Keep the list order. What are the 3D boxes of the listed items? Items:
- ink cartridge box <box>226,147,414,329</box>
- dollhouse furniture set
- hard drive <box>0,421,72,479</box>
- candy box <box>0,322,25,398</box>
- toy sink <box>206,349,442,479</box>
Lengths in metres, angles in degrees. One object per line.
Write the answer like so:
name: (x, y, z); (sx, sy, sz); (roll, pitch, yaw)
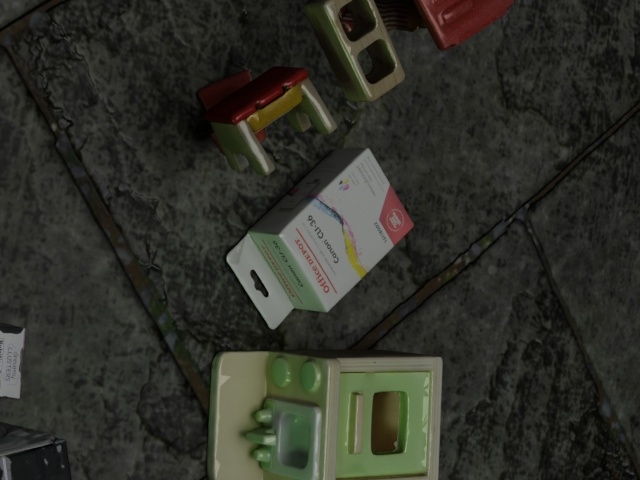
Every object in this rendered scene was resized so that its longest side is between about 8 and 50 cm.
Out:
ink cartridge box: (0.000, 0.000, 2.018); (0.198, 0.067, 0.115); (-45, 116, -26)
dollhouse furniture set: (0.001, -0.233, 1.939); (0.374, 0.201, 0.152); (-35, 112, -23)
hard drive: (-0.424, 0.225, 1.611); (0.339, 0.237, 0.064); (-12, 98, -35)
candy box: (-0.397, 0.103, 1.669); (0.196, 0.165, 0.070); (4, 91, -37)
toy sink: (0.009, 0.199, 1.993); (0.234, 0.131, 0.152); (3, 89, -36)
